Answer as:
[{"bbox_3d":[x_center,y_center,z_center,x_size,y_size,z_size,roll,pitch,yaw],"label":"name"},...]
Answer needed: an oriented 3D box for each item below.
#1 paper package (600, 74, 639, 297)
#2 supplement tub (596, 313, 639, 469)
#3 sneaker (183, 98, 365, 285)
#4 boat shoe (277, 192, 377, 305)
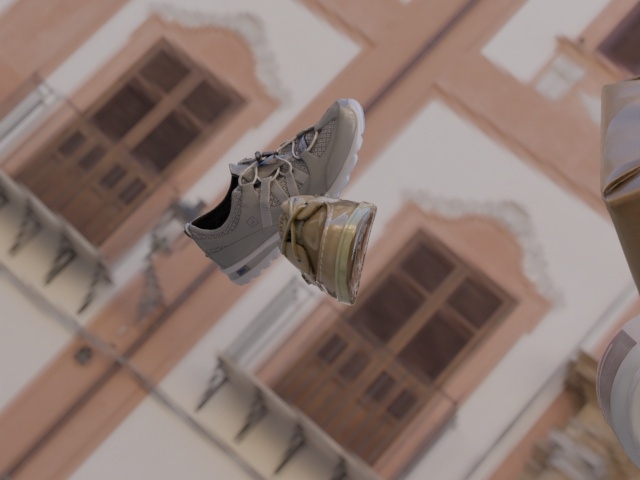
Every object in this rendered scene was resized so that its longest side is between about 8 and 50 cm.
[{"bbox_3d":[0.358,0.029,1.289,0.309,0.168,0.325,-68,137,-66],"label":"paper package"},{"bbox_3d":[0.419,0.179,1.779,0.191,0.191,0.272,43,5,2],"label":"supplement tub"},{"bbox_3d":[-0.055,-0.069,1.907,0.115,0.281,0.105,34,18,-22],"label":"sneaker"},{"bbox_3d":[0.000,0.000,1.650,0.098,0.109,0.302,13,5,-1],"label":"boat shoe"}]
